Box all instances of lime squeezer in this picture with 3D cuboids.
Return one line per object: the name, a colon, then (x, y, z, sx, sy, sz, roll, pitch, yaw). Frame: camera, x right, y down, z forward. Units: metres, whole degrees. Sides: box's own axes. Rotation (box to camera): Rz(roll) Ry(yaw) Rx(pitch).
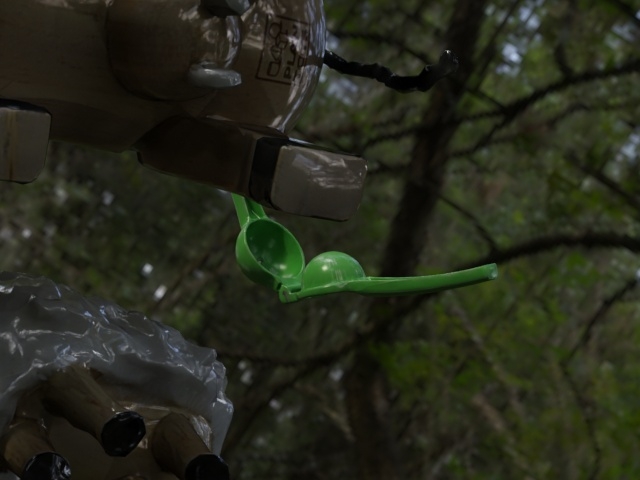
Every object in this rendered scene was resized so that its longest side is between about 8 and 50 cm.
lime squeezer: (0.000, 0.000, 1.137, 0.310, 0.110, 0.059, 33, 10, 36)

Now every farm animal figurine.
farm animal figurine: (-0.118, -0.100, 0.419, 0.327, 0.330, 0.172, 27, -3, -34)
